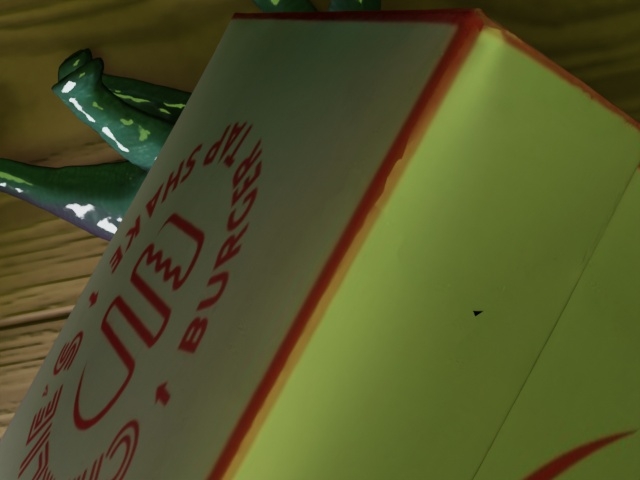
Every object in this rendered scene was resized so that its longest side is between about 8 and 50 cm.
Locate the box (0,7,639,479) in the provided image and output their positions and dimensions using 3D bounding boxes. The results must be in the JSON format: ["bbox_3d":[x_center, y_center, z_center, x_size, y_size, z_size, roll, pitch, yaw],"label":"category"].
[{"bbox_3d":[0.046,0.104,0.594,0.300,0.314,0.312,29,90,-19],"label":"box"}]

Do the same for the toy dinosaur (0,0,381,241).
[{"bbox_3d":[0.000,0.000,0.794,0.383,0.129,0.331,-30,107,12],"label":"toy dinosaur"}]
